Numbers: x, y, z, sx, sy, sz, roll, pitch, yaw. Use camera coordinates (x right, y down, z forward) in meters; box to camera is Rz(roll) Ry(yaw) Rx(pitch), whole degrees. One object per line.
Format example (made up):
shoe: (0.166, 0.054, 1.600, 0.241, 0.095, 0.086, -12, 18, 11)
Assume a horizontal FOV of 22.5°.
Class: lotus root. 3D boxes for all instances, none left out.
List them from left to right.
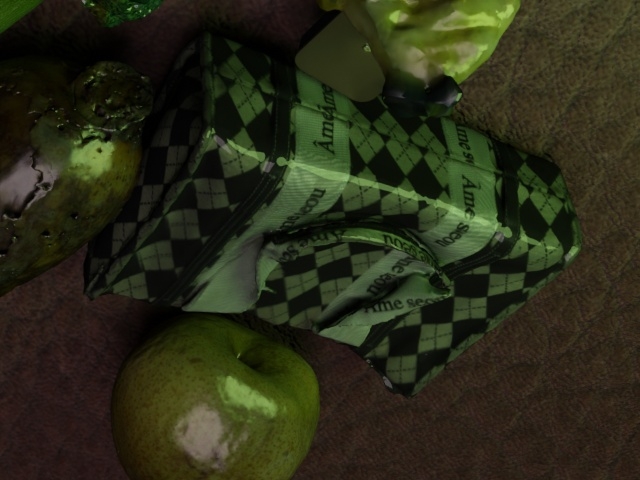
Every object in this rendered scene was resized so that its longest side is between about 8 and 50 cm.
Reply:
lotus root: (-0.317, -0.048, 1.516, 0.397, 0.179, 0.196, -30, 87, 26)

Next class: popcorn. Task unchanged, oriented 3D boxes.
popcorn: (0.096, -0.301, 1.299, 0.293, 0.237, 0.293, 9, 128, 11)

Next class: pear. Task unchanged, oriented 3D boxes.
pear: (-0.122, 0.192, 1.721, 0.228, 0.188, 0.211, 24, 112, -21)

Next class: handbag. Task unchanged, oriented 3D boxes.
handbag: (0.000, 0.000, 1.599, 0.416, 0.180, 0.317, 17, 134, -23)

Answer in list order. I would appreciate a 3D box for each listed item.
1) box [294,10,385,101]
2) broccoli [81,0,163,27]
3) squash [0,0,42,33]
box: (0.043, -0.183, 1.451, 0.091, 0.031, 0.126, 27, 137, -24)
broccoli: (-0.180, -0.306, 1.276, 0.269, 0.254, 0.269, 0, 108, 0)
squash: (-0.347, -0.204, 1.443, 0.395, 0.107, 0.107, -31, 124, 22)
